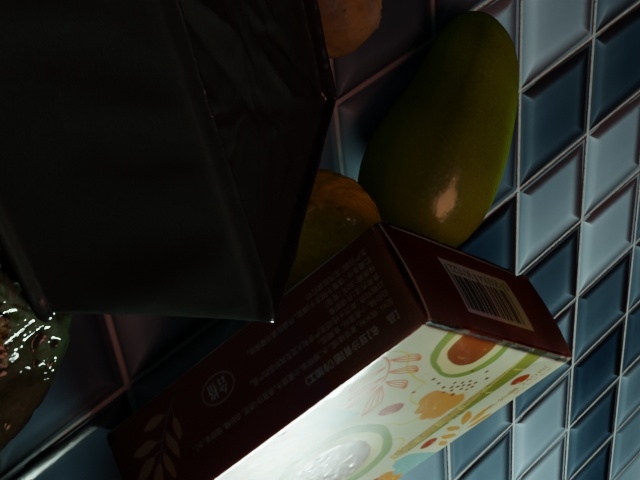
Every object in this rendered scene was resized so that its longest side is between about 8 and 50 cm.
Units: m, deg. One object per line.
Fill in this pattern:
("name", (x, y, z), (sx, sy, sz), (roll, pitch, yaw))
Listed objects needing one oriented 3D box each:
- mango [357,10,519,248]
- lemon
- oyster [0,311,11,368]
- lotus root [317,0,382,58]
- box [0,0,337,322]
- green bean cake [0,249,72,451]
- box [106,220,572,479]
("mango", (0.142, -0.118, 1.391), (0.175, 0.143, 0.293), (31, 79, -49))
("lemon", (0.000, 0.000, 1.286), (0.142, 0.142, 0.187), (-51, 147, -14))
("oyster", (-0.280, 0.097, 0.885), (0.132, 0.029, 0.086), (-32, 140, -41))
("lotus root", (-0.044, -0.286, 1.022), (0.342, 0.152, 0.169), (48, 51, -50))
("box", (-0.132, -0.138, 0.885), (0.345, 0.205, 0.251), (75, 22, -46))
("green bean cake", (-0.319, 0.087, 0.970), (0.222, 0.125, 0.227), (-53, 150, -10))
("box", (0.030, 0.165, 1.312), (0.385, 0.122, 0.344), (-39, 151, 21))
